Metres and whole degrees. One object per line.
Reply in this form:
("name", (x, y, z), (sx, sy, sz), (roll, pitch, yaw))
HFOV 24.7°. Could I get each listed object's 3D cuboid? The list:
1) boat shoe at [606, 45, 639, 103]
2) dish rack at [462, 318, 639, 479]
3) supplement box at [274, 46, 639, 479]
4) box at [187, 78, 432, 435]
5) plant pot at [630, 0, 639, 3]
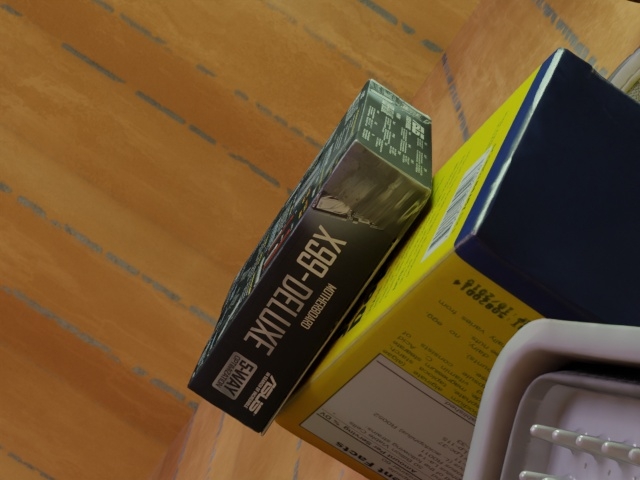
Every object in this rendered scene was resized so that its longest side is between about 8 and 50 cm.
("boat shoe", (0.285, -0.096, 1.299), (0.320, 0.103, 0.118), (-48, -9, 22))
("dish rack", (0.148, 0.182, 0.641), (0.333, 0.072, 0.285), (180, 104, -70))
("supplement box", (0.142, 0.056, 1.118), (0.195, 0.194, 0.356), (-60, 8, -35))
("box", (0.000, 0.000, 1.256), (0.242, 0.076, 0.307), (-55, 5, 14))
("plant pot", (0.348, -0.356, 1.477), (0.263, 0.263, 0.229), (-59, -9, -14))
